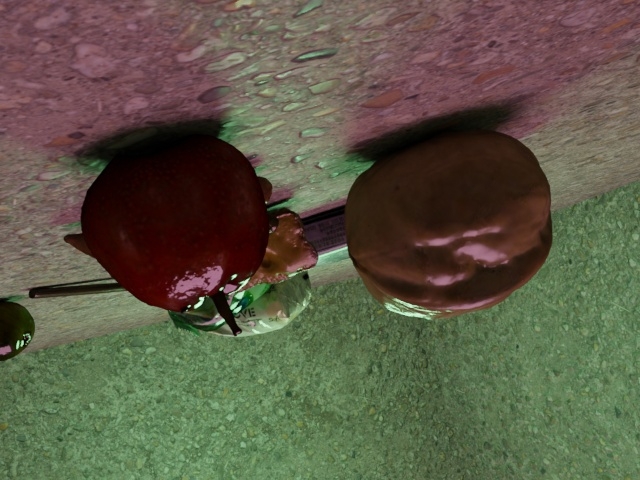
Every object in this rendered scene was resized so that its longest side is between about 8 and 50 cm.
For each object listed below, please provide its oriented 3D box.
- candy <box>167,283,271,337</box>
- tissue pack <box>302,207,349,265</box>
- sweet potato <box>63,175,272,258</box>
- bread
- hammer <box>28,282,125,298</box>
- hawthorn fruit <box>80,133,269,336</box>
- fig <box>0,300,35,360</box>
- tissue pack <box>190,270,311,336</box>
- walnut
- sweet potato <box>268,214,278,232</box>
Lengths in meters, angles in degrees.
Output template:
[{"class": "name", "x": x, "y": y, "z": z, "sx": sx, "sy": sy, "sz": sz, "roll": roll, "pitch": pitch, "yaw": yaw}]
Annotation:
[{"class": "candy", "x": -0.260, "y": 0.149, "z": 2.176, "sx": 0.398, "sy": 0.171, "sz": 0.263, "roll": -27, "pitch": 170, "yaw": 5}, {"class": "tissue pack", "x": 0.124, "y": -0.031, "z": 1.794, "sx": 0.362, "sy": 0.121, "sz": 0.259, "roll": -16, "pitch": 171, "yaw": 16}, {"class": "sweet potato", "x": -0.239, "y": -0.025, "z": 1.188, "sx": 0.355, "sy": 0.095, "sz": 0.106, "roll": -15, "pitch": 145, "yaw": 7}, {"class": "bread", "x": -0.126, "y": 0.015, "z": 1.507, "sx": 0.233, "sy": 0.160, "sz": 0.088, "roll": -13, "pitch": -143, "yaw": 18}, {"class": "hammer", "x": -0.552, "y": 0.122, "z": 1.797, "sx": 0.111, "sy": 0.043, "sz": 0.366, "roll": -8, "pitch": 176, "yaw": 40}, {"class": "hawthorn fruit", "x": -0.164, "y": -0.002, "z": 0.889, "sx": 0.230, "sy": 0.266, "sz": 0.210, "roll": -15, "pitch": 155, "yaw": -34}, {"class": "fig", "x": -0.824, "y": 0.202, "z": 1.705, "sx": 0.260, "sy": 0.151, "sz": 0.151, "roll": 12, "pitch": 172, "yaw": 0}, {"class": "tissue pack", "x": -0.237, "y": 0.217, "z": 2.471, "sx": 0.376, "sy": 0.195, "sz": 0.390, "roll": -13, "pitch": -170, "yaw": 15}, {"class": "walnut", "x": 0.225, "y": -0.024, "z": 1.269, "sx": 0.382, "sy": 0.380, "sz": 0.381, "roll": -15, "pitch": 173, "yaw": -2}, {"class": "sweet potato", "x": -0.216, "y": -0.011, "z": 1.426, "sx": 0.274, "sy": 0.075, "sz": 0.075, "roll": -19, "pitch": 172, "yaw": 11}]
